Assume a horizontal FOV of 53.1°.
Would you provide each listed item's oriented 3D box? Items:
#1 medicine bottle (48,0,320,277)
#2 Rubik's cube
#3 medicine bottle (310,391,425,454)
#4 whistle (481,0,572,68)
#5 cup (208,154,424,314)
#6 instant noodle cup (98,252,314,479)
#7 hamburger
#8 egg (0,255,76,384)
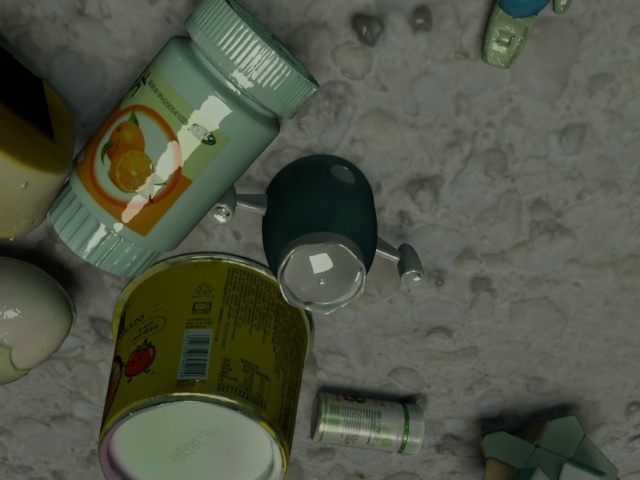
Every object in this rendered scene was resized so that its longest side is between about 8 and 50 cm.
[{"bbox_3d":[-0.162,-0.112,0.734,0.158,0.158,0.318,37,106,-23],"label":"medicine bottle"},{"bbox_3d":[0.370,0.430,1.088,0.265,0.224,0.213,-37,131,-29],"label":"Rubik's cube"},{"bbox_3d":[0.079,0.314,1.099,0.183,0.086,0.086,9,123,-8],"label":"medicine bottle"},{"bbox_3d":[0.231,-0.300,0.696,0.113,0.077,0.236,18,126,5],"label":"whistle"},{"bbox_3d":[0.000,0.000,0.832,0.299,0.173,0.168,19,120,-13],"label":"cup"},{"bbox_3d":[-0.166,0.219,0.928,0.325,0.254,0.326,-1,124,-2],"label":"instant noodle cup"},{"bbox_3d":[-0.376,-0.116,0.675,0.151,0.295,0.227,-34,123,8],"label":"hamburger"},{"bbox_3d":[-0.453,0.109,0.891,0.217,0.183,0.183,-13,124,-5],"label":"egg"}]
